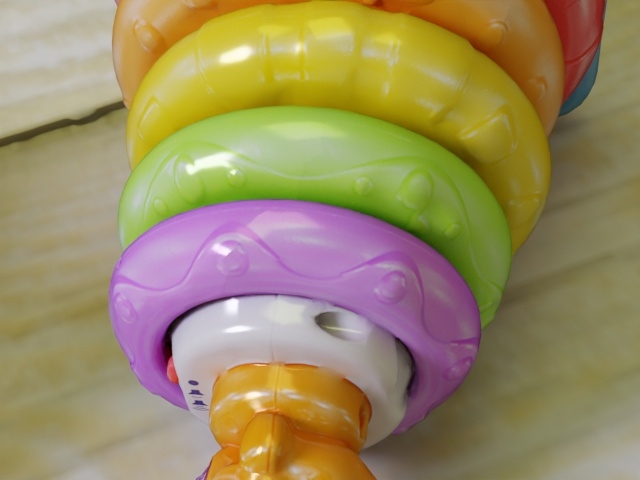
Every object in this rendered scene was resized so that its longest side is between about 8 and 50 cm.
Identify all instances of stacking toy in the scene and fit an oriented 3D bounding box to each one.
[{"bbox_3d":[0.000,0.000,0.490,0.165,0.175,0.302,5,55,6],"label":"stacking toy"}]
